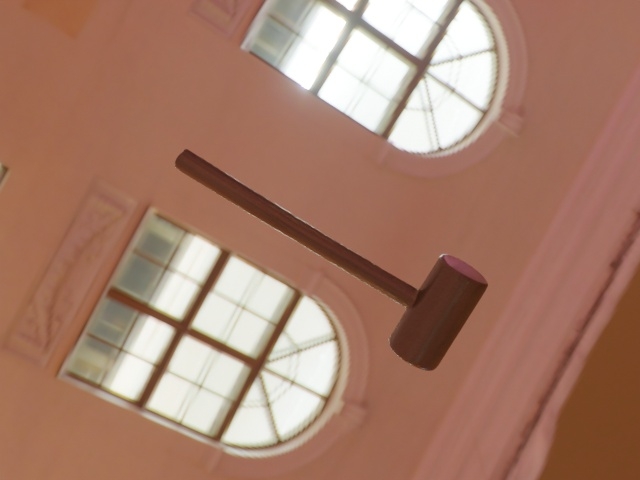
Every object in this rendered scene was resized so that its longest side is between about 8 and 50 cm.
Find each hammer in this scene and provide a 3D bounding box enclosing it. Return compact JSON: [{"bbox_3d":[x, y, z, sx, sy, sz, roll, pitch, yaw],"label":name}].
[{"bbox_3d":[0.000,0.000,0.320,0.035,0.110,0.019,-59,175,15],"label":"hammer"}]
